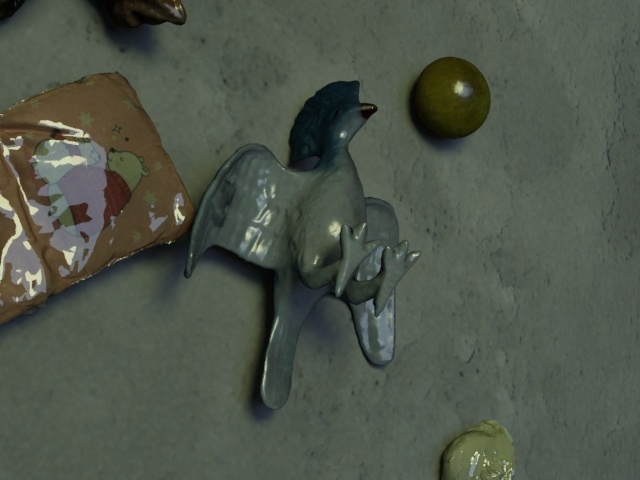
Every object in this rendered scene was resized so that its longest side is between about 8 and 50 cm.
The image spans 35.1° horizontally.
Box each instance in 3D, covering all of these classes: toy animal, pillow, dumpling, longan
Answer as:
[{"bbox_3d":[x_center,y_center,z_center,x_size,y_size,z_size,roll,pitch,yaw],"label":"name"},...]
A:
[{"bbox_3d":[0.000,0.000,0.795,0.239,0.176,0.255,29,92,-36],"label":"toy animal"},{"bbox_3d":[-0.212,-0.017,0.678,0.248,0.049,0.135,-30,99,-32],"label":"pillow"},{"bbox_3d":[0.135,0.194,0.870,0.076,0.057,0.052,-27,97,-36],"label":"dumpling"},{"bbox_3d":[0.121,-0.130,0.926,0.083,0.075,0.075,-20,93,-77],"label":"longan"}]

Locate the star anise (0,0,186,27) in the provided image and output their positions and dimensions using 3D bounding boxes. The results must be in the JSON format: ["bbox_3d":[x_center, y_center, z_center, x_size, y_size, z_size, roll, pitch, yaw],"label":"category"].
[{"bbox_3d":[-0.178,-0.240,0.722,0.220,0.099,0.214,44,73,-25],"label":"star anise"}]
